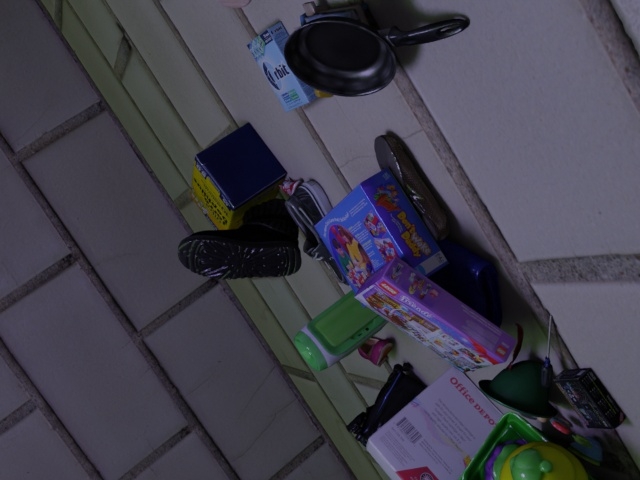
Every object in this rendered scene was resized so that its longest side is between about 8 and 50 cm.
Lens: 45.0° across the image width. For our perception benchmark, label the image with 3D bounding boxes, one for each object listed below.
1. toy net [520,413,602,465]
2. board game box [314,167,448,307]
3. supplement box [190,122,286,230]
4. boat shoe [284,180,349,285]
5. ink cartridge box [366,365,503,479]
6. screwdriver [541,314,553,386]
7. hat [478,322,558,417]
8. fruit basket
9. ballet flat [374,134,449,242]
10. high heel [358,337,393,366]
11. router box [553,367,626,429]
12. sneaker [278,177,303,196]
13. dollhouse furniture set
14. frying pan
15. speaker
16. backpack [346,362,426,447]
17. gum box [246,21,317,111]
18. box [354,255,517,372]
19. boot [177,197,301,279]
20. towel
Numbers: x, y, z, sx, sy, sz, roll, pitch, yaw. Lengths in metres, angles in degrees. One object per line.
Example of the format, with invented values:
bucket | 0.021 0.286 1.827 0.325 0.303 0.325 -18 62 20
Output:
toy net | 0.492 0.396 1.647 0.122 0.045 0.232 23 -175 -43
board game box | 0.121 0.006 1.706 0.233 0.078 0.347 58 159 3
supplement box | -0.260 -0.170 2.351 0.194 0.195 0.356 53 162 5
boat shoe | 0.000 0.000 2.127 0.335 0.119 0.121 61 160 -19
ink cartridge box | 0.302 0.510 1.980 0.226 0.306 0.131 48 161 20
screwdriver | 0.445 0.218 1.518 0.024 0.025 0.170 -71 -26 -60
hat | 0.443 0.257 1.629 0.173 0.183 0.208 16 -172 0
fruit basket | 0.465 0.545 1.612 0.392 0.283 0.392 28 -167 -7
ballet flat | 0.191 -0.112 1.583 0.250 0.058 0.084 58 161 4
high heel | 0.156 0.321 2.370 0.117 0.082 0.244 40 171 12
router box | 0.524 0.309 1.508 0.122 0.038 0.092 55 161 1
sneaker | -0.084 -0.155 2.185 0.067 0.042 0.118 47 163 11
dollhouse furniture set | -0.008 -0.373 1.377 0.286 0.198 0.303 23 144 58
frying pan | 0.068 -0.337 1.279 0.197 0.053 0.326 23 152 -24
speaker | 0.078 0.211 2.021 0.131 0.296 0.131 47 160 22
backpack | 0.225 0.543 2.353 0.213 0.276 0.263 39 163 5
gum box | -0.086 -0.394 1.775 0.184 0.041 0.157 60 161 -13
box | 0.227 0.157 1.570 0.293 0.057 0.201 35 160 -3
boot | -0.220 -0.014 2.163 0.260 0.348 0.131 -100 19 -53
towel | 0.268 0.069 1.682 0.308 0.076 0.228 36 147 45
